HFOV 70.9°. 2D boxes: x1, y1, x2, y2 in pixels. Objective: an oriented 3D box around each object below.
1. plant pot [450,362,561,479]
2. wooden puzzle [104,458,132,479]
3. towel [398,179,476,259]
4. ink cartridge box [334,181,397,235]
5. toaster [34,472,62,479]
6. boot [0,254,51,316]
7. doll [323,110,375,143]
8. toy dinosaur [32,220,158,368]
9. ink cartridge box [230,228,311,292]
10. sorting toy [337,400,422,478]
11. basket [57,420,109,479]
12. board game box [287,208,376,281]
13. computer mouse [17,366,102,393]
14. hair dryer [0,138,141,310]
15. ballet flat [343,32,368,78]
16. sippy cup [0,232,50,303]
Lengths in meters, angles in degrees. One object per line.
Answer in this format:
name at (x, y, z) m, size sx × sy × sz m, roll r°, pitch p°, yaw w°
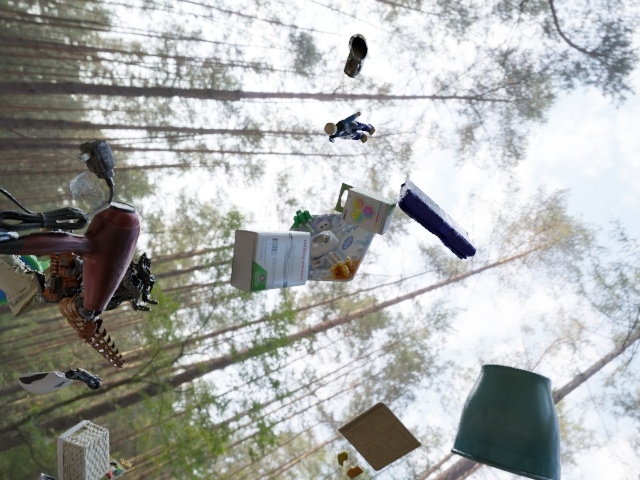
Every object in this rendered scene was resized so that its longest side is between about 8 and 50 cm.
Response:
plant pot at (0.511, 0.477, 1.210) m, size 0.272 × 0.272 × 0.255 m, roll -5°, pitch -117°, yaw 50°
wooden puzzle at (-0.695, 0.765, 1.502) m, size 0.079 × 0.116 × 0.014 m, roll 23°, pitch -76°, yaw 14°
towel at (0.386, -0.071, 1.533) m, size 0.308 × 0.227 × 0.076 m, roll 41°, pitch -71°, yaw -5°
ink cartridge box at (0.133, -0.106, 1.467) m, size 0.209 × 0.062 × 0.109 m, roll 24°, pitch -65°, yaw 24°
toaster at (-0.735, 0.746, 1.246) m, size 0.186 × 0.168 × 0.110 m, roll -7°, pitch -129°, yaw 60°
boot at (-0.765, 0.079, 1.158) m, size 0.213 × 0.077 × 0.165 m, roll -37°, pitch -91°, yaw 21°
doll at (0.079, -0.324, 1.306) m, size 0.129 × 0.189 × 0.046 m, roll -43°, pitch -114°, yaw 39°
toy dinosaur at (-0.483, 0.111, 0.973) m, size 0.164 × 0.218 × 0.321 m, roll -117°, pitch -168°, yaw -60°
ink cartridge box at (-0.127, 0.049, 1.194) m, size 0.087 × 0.208 × 0.153 m, roll 9°, pitch -85°, yaw 38°
sorting toy at (0.176, 0.723, 1.613) m, size 0.307 × 0.041 × 0.229 m, roll -41°, pitch -84°, yaw 20°
basket at (-0.743, 0.677, 1.417) m, size 0.103 × 0.113 × 0.167 m, roll 7°, pitch -79°, yaw 18°
board game box at (0.000, 0.000, 1.668) m, size 0.390 × 0.390 × 0.050 m, roll -1°, pitch -52°, yaw 29°
computer mouse at (-0.659, 0.355, 1.119) m, size 0.106 × 0.193 × 0.042 m, roll 72°, pitch 12°, yaw -57°
hair dryer at (-0.393, -0.002, 0.709) m, size 0.080 × 0.224 × 0.293 m, roll 28°, pitch -39°, yaw 34°
ballet flat at (0.128, -0.645, 1.539) m, size 0.058 × 0.084 × 0.249 m, roll -52°, pitch -163°, yaw 50°
sippy cup at (-1.125, 0.065, 1.563) m, size 0.240 × 0.305 × 0.224 m, roll -48°, pitch -128°, yaw 3°
